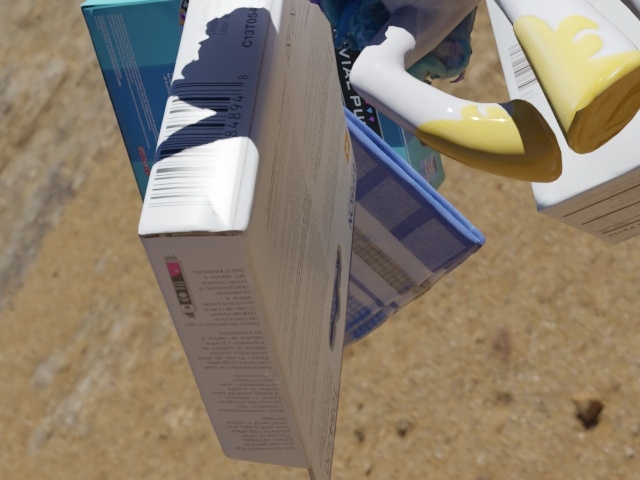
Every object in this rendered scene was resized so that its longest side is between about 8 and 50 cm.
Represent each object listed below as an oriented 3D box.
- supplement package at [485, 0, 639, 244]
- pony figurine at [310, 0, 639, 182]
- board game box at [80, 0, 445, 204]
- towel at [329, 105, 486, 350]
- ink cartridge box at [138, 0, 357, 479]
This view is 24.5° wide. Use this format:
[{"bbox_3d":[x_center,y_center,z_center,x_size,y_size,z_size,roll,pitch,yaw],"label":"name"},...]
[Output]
[{"bbox_3d":[0.280,-0.161,1.292,0.204,0.145,0.262,-25,63,32],"label":"supplement package"},{"bbox_3d":[0.102,-0.198,0.778,0.351,0.303,0.363,-35,55,-24],"label":"pony figurine"},{"bbox_3d":[-0.059,-0.155,1.539,0.336,0.254,0.079,-1,28,27],"label":"board game box"},{"bbox_3d":[0.000,0.000,1.402,0.285,0.209,0.034,-40,12,44],"label":"towel"},{"bbox_3d":[-0.034,-0.031,0.998,0.071,0.330,0.324,0,52,8],"label":"ink cartridge box"}]
